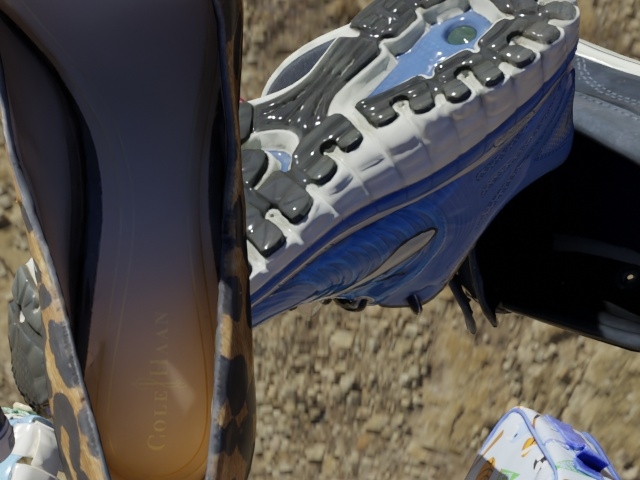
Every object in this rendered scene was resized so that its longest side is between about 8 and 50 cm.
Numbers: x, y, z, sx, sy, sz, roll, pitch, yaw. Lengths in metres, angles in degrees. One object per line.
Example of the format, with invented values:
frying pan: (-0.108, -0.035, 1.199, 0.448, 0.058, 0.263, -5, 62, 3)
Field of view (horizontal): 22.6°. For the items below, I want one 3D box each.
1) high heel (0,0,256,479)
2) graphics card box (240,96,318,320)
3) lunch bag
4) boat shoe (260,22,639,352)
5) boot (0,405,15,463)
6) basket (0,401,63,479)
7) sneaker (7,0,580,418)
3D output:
high heel: (-0.059, -0.024, 0.505, 0.093, 0.261, 0.186, -8, 44, -7)
graphics card box: (-0.066, -0.039, 1.567, 0.233, 0.371, 0.094, 41, 85, 3)
lunch bag: (0.195, 0.285, 1.483, 0.115, 0.303, 0.243, 27, 97, -7)
boat shoe: (0.124, -0.038, 1.046, 0.500, 0.187, 0.156, 18, 37, 41)
boot: (-0.289, 0.129, 0.982, 0.190, 0.069, 0.086, -27, 113, -18)
basket: (-0.266, 0.243, 1.263, 0.289, 0.255, 0.201, -16, 53, 33)
sneaker: (0.000, 0.000, 0.800, 0.330, 0.147, 0.130, -31, 45, -7)
